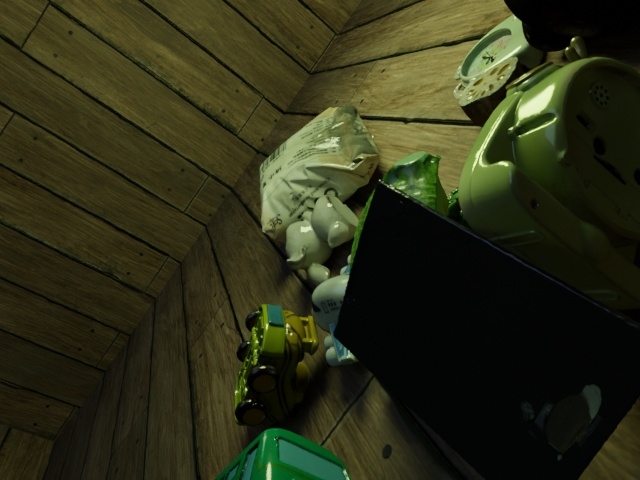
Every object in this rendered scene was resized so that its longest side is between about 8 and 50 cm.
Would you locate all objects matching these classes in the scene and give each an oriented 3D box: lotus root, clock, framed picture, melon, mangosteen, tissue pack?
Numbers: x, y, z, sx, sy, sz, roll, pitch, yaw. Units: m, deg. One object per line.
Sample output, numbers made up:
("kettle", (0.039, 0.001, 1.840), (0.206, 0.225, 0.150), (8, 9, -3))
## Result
("lotus root", (0.332, -0.278, 0.850), (0.122, 0.081, 0.112), (-12, 47, 58))
("clock", (0.360, -0.372, 0.938), (0.191, 0.062, 0.151), (-29, 37, 46))
("framed picture", (0.144, 0.107, 0.494), (0.324, 0.013, 0.244), (37, 126, 38))
("melon", (0.118, 0.047, 0.617), (0.196, 0.124, 0.323), (5, 107, 56))
("mangosteen", (0.408, -0.439, 0.691), (0.313, 0.297, 0.296), (111, 175, -53))
("tissue pack", (-0.018, -0.199, 1.263), (0.376, 0.195, 0.390), (-40, 29, 23))
("clock", (0.297, -0.096, 0.501), (0.307, 0.235, 0.096), (-62, 14, -20))

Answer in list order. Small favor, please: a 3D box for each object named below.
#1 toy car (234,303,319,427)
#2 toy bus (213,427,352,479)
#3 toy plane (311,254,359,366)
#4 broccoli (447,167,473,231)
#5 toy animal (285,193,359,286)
("toy car", (-0.088, 0.250, 0.895), (0.200, 0.143, 0.247), (-105, 31, -60))
("toy bus", (-0.104, 0.437, 0.642), (0.343, 0.184, 0.199), (-48, 22, 16))
("toy plane", (0.074, 0.101, 0.812), (0.267, 0.123, 0.266), (-45, 25, 28))
("broccoli", (0.245, -0.033, 0.633), (0.196, 0.156, 0.195), (-10, 63, 20))
("toy animal", (0.003, -0.003, 1.063), (0.193, 0.128, 0.178), (-49, 27, 9))
